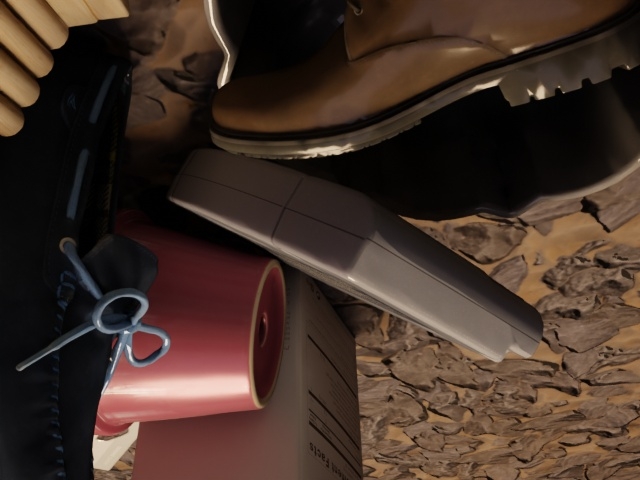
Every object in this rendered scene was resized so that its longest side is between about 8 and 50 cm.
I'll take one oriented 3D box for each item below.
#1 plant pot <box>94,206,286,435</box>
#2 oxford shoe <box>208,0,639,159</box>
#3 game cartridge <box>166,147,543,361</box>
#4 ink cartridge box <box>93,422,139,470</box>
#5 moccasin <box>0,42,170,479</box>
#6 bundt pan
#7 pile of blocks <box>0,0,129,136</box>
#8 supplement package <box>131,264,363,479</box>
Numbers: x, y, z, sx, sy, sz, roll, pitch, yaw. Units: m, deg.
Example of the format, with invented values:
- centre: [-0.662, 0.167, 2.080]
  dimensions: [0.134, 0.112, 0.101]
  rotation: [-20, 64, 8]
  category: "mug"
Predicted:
- centre: [-0.130, 0.074, 0.639]
  dimensions: [0.180, 0.201, 0.201]
  rotation: [4, 141, 9]
  category: "plant pot"
- centre: [0.038, -0.106, 0.368]
  dimensions: [0.227, 0.082, 0.096]
  rotation: [-17, 119, 17]
  category: "oxford shoe"
- centre: [0.000, 0.000, 0.556]
  dimensions: [0.198, 0.062, 0.297]
  rotation: [35, 172, -33]
  category: "game cartridge"
- centre: [-0.334, 0.191, 0.900]
  dimensions: [0.239, 0.060, 0.275]
  rotation: [17, 137, -24]
  category: "ink cartridge box"
- centre: [-0.165, 0.016, 0.488]
  dimensions: [0.117, 0.341, 0.138]
  rotation: [-5, 171, -10]
  category: "moccasin"
- centre: [0.098, -0.163, 0.443]
  dimensions: [0.331, 0.124, 0.330]
  rotation: [-2, 140, -2]
  category: "bundt pan"
- centre: [-0.243, -0.086, 0.391]
  dimensions: [0.149, 0.362, 0.112]
  rotation: [30, 172, 10]
  category: "pile of blocks"
- centre: [-0.065, 0.203, 0.743]
  dimensions: [0.178, 0.292, 0.175]
  rotation: [-15, 138, 16]
  category: "supplement package"
